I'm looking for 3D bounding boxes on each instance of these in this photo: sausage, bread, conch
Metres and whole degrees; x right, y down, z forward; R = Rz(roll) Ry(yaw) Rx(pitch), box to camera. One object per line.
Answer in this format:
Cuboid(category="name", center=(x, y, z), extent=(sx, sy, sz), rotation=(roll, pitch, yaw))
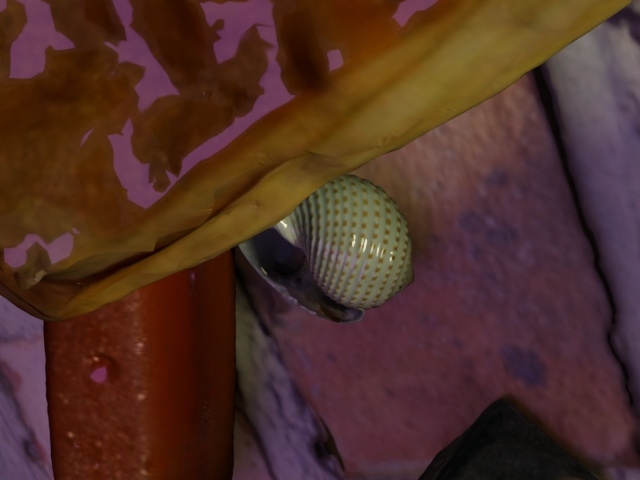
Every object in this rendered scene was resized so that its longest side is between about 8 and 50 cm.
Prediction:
Cuboid(category="sausage", center=(-0.088, 0.017, 0.660), extent=(0.102, 0.102, 0.330), rotation=(14, 120, 25))
Cuboid(category="bread", center=(-0.027, -0.171, 0.458), extent=(0.370, 0.191, 0.314), rotation=(-37, 88, 24))
Cuboid(category="conch", center=(0.003, -0.002, 0.618), extent=(0.085, 0.056, 0.076), rotation=(43, 146, 5))

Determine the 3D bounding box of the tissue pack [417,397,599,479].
Cuboid(category="tissue pack", center=(0.075, 0.210, 0.562), extent=(0.185, 0.257, 0.081), rotation=(42, 132, 5))
